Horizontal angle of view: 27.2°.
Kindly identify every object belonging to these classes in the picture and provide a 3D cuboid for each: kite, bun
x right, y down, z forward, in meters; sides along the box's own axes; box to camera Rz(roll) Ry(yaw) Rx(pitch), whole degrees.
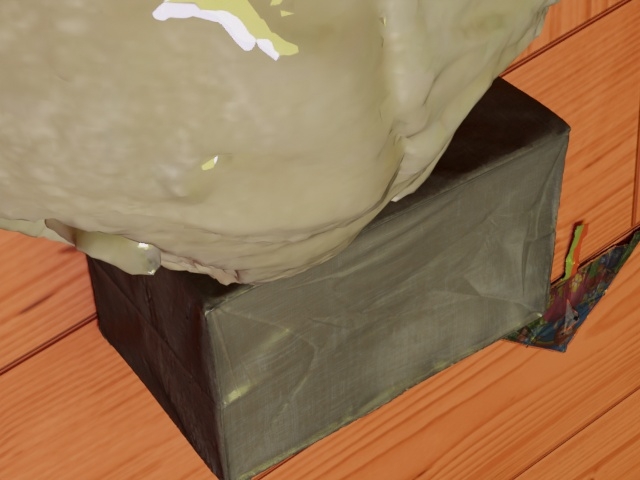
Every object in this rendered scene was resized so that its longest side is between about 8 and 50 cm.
[{"bbox_3d":[0.208,0.045,1.101,0.190,0.010,0.159,-32,140,-19],"label":"kite"},{"bbox_3d":[-0.007,-0.139,0.452,0.364,0.202,0.364,16,90,-87],"label":"bun"}]

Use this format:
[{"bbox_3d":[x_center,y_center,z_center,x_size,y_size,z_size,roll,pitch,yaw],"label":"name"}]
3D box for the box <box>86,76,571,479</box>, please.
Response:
[{"bbox_3d":[0.000,0.000,0.747,0.231,0.149,0.155,-25,137,-25],"label":"box"}]
